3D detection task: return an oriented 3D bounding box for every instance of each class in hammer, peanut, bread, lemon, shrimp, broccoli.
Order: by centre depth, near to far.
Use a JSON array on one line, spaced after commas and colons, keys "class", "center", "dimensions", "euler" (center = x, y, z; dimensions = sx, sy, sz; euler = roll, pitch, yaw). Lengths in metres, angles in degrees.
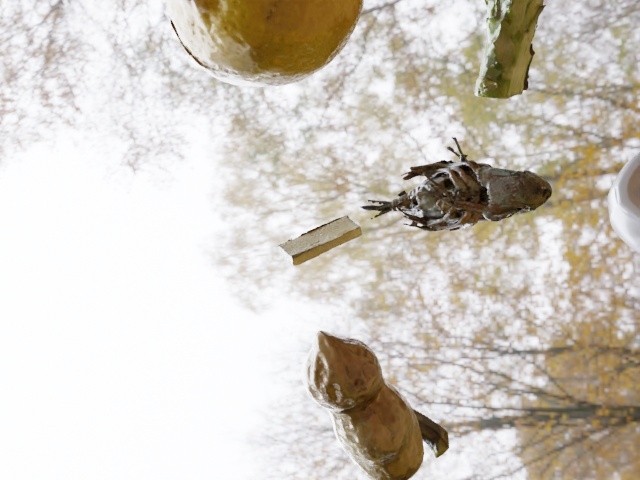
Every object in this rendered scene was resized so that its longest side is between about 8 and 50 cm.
[{"class": "peanut", "center": [0.043, 0.169, 0.925], "dimensions": [0.085, 0.104, 0.228], "euler": [-32, -55, -3]}, {"class": "lemon", "center": [-0.075, -0.343, 1.231], "dimensions": [0.293, 0.293, 0.293], "euler": [7, -100, -45]}, {"class": "broccoli", "center": [0.329, -0.448, 1.634], "dimensions": [0.362, 0.252, 0.221], "euler": [-64, -3, 13]}, {"class": "bread", "center": [0.000, 0.000, 1.681], "dimensions": [0.153, 0.068, 0.028], "euler": [-25, -61, -16]}, {"class": "shrimp", "center": [0.243, -0.103, 1.687], "dimensions": [0.137, 0.372, 0.172], "euler": [-1, -90, -74]}, {"class": "hammer", "center": [0.146, 0.336, 1.716], "dimensions": [0.226, 0.041, 0.159], "euler": [30, -141, -15]}]

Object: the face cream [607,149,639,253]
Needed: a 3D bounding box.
[{"class": "face cream", "center": [0.670, -0.061, 1.549], "dimensions": [0.357, 0.312, 0.220], "euler": [18, -116, -52]}]
